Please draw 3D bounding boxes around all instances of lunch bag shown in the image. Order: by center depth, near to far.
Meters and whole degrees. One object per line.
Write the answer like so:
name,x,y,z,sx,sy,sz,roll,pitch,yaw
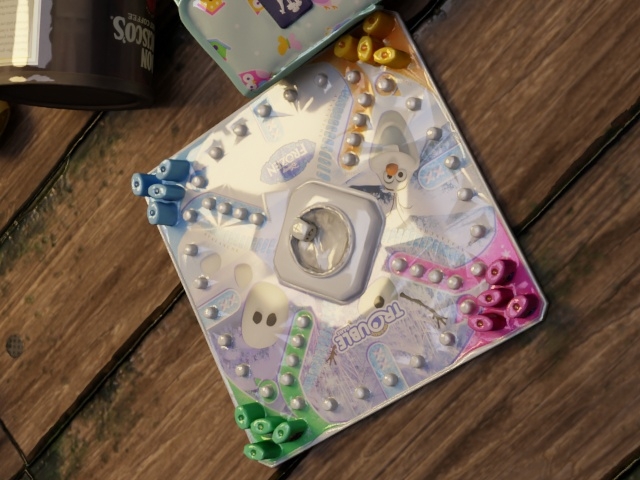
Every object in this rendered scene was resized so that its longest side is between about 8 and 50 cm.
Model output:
lunch bag,-0.057,-0.315,1.408,0.223,0.160,0.262,-34,70,18

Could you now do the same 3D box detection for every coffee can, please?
coffee can,-0.293,-0.304,1.514,0.202,0.201,0.275,1,88,29

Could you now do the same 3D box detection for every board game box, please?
board game box,0.000,0.000,1.424,0.390,0.050,0.390,-32,73,23

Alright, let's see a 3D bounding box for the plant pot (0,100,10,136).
plant pot,-0.459,-0.165,1.652,0.095,0.134,0.134,30,102,0
